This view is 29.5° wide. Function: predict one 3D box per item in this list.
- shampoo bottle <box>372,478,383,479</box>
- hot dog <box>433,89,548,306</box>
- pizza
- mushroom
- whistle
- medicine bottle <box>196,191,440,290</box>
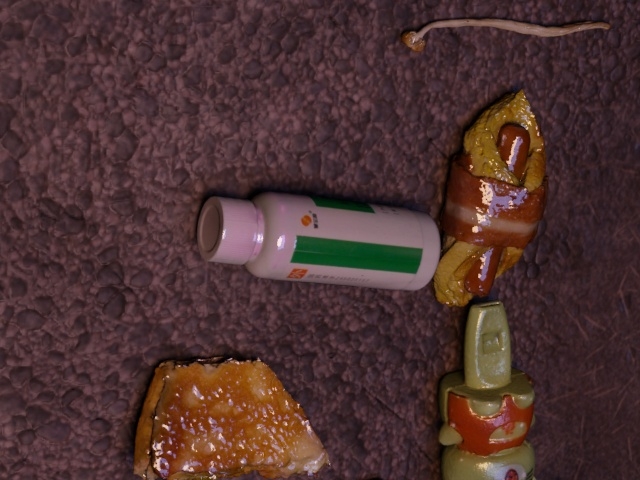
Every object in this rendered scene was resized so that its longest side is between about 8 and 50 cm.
[{"bbox_3d":[0.052,0.310,1.454,0.137,0.027,0.048,2,107,-29],"label":"shampoo bottle"},{"bbox_3d":[0.202,-0.041,1.384,0.123,0.093,0.261,1,105,-28],"label":"hot dog"},{"bbox_3d":[-0.101,0.197,1.319,0.226,0.069,0.147,-3,85,-31],"label":"pizza"},{"bbox_3d":[0.215,-0.240,1.372,0.286,0.026,0.028,-11,126,-27],"label":"mushroom"},{"bbox_3d":[0.202,0.211,1.456,0.131,0.106,0.288,-8,109,-19],"label":"whistle"},{"bbox_3d":[0.000,0.000,1.289,0.260,0.095,0.095,6,102,-31],"label":"medicine bottle"}]
